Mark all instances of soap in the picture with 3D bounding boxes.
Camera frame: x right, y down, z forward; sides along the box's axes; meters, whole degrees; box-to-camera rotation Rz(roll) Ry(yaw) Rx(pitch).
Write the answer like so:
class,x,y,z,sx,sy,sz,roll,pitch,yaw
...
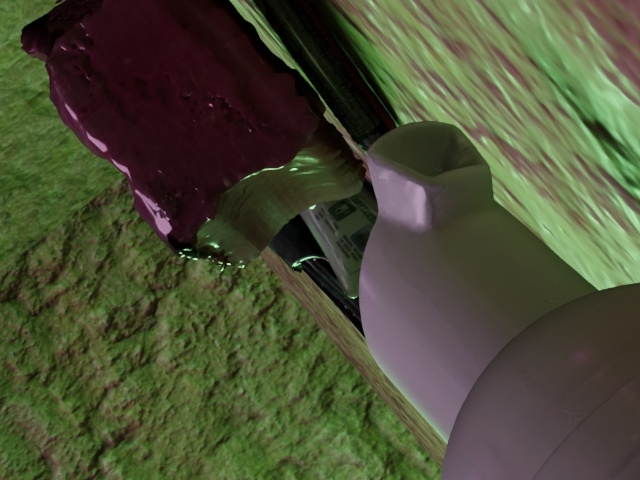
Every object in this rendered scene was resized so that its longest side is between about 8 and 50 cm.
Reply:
class,x,y,z,sx,sy,sz,roll,pitch,yaw
soap,-0.065,-0.076,0.960,0.182,0.112,0.289,56,-177,9

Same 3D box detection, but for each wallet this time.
class,x,y,z,sx,sy,sz,roll,pitch,yaw
wallet,0.000,0.000,1.291,0.318,0.045,0.172,47,-167,30

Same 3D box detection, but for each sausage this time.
class,x,y,z,sx,sy,sz,roll,pitch,yaw
sausage,-0.014,-0.114,0.879,0.198,0.025,0.028,54,173,-22

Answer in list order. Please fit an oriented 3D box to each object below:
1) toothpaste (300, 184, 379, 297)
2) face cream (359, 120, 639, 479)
class,x,y,z,sx,sy,sz,roll,pitch,yaw
toothpaste,0.007,-0.027,1.199,0.041,0.064,0.218,60,175,-36
face cream,0.119,0.096,0.474,0.370,0.145,0.145,48,175,46
